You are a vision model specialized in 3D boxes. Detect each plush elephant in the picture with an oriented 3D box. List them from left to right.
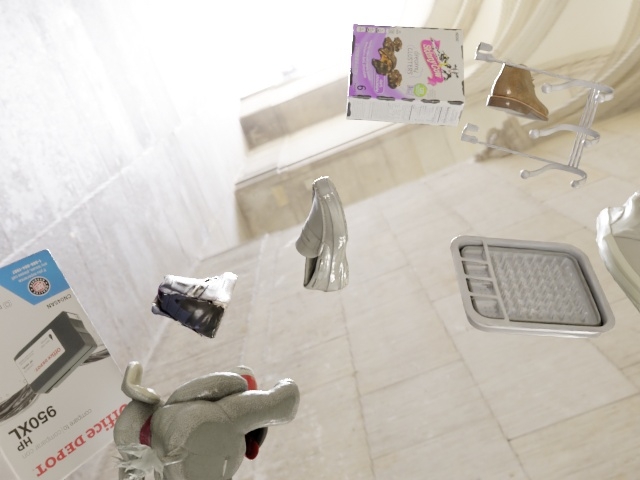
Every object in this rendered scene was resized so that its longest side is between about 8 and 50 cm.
[{"bbox_3d":[-0.246,0.347,1.202,0.255,0.330,0.272,6,-96,52],"label":"plush elephant"}]

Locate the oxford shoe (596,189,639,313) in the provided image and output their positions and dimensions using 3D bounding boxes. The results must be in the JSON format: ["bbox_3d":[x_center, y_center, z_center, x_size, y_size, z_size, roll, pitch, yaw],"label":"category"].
[{"bbox_3d":[0.540,0.020,1.115,0.169,0.130,0.449,54,26,-5],"label":"oxford shoe"}]

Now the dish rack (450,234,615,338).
[{"bbox_3d":[0.463,0.113,1.554,0.285,0.333,0.072,-91,-173,-49],"label":"dish rack"}]

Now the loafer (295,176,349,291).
[{"bbox_3d":[0.000,0.000,1.509,0.112,0.111,0.319,-109,-170,-47],"label":"loafer"}]

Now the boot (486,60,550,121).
[{"bbox_3d":[0.495,-0.353,1.662,0.305,0.112,0.115,0,103,-59],"label":"boot"}]

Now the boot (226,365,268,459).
[{"bbox_3d":[-0.189,0.397,1.381,0.088,0.244,0.176,16,30,-32],"label":"boot"}]

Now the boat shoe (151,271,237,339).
[{"bbox_3d":[-0.290,0.121,1.594,0.158,0.127,0.340,23,3,-7],"label":"boat shoe"}]

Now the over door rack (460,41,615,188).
[{"bbox_3d":[0.459,-0.272,1.543,0.324,0.108,0.239,29,-42,28],"label":"over door rack"}]

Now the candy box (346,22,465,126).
[{"bbox_3d":[0.147,-0.288,1.196,0.070,0.196,0.165,91,3,-64],"label":"candy box"}]

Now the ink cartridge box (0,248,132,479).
[{"bbox_3d":[-0.562,0.257,1.301,0.285,0.166,0.395,-34,96,-52],"label":"ink cartridge box"}]
